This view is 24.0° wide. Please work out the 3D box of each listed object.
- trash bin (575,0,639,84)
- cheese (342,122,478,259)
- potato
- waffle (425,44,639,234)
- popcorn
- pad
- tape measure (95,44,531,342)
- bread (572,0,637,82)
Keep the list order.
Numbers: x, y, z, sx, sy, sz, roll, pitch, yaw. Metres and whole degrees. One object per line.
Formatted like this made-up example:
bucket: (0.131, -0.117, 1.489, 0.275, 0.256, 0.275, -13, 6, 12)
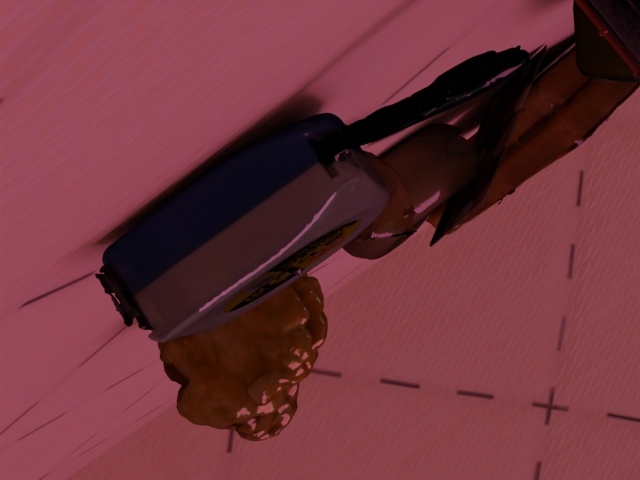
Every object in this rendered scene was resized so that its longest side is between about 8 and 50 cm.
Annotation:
trash bin: (0.312, -0.240, 1.144, 0.238, 0.161, 0.184, -37, 176, -20)
cheese: (0.100, -0.059, 1.777, 0.175, 0.091, 0.202, -32, 174, -48)
potato: (0.005, -0.053, 1.405, 0.100, 0.089, 0.172, -9, -165, -30)
waffle: (0.270, -0.143, 1.972, 0.224, 0.098, 0.327, -40, -179, -36)
popcorn: (-0.076, 0.118, 1.650, 0.226, 0.203, 0.200, -17, 177, 38)
pad: (0.198, -0.112, 1.779, 0.235, 0.003, 0.158, -65, -171, -26)
tape measure: (0.005, -0.051, 1.157, 0.351, 0.098, 0.215, -33, 173, 9)
bread: (0.423, -0.214, 1.403, 0.381, 0.129, 0.366, -11, -172, -41)
